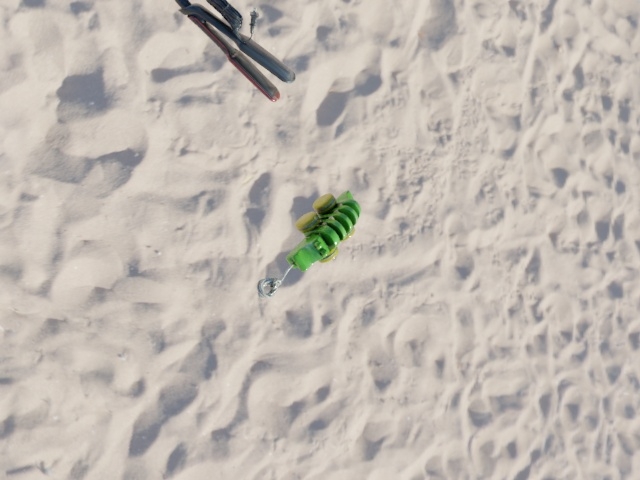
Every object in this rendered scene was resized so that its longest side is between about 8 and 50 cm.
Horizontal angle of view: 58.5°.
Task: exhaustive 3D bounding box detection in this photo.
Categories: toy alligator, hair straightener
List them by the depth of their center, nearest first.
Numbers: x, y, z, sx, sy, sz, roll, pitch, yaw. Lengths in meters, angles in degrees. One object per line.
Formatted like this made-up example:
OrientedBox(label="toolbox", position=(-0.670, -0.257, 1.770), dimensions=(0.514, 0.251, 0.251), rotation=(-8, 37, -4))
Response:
OrientedBox(label="toy alligator", position=(0.000, 0.000, 0.653), dimensions=(0.190, 0.051, 0.056), rotation=(-50, 117, -35))
OrientedBox(label="hair straightener", position=(-0.122, -0.314, 0.837), dimensions=(0.230, 0.089, 0.047), rotation=(44, 34, -11))
